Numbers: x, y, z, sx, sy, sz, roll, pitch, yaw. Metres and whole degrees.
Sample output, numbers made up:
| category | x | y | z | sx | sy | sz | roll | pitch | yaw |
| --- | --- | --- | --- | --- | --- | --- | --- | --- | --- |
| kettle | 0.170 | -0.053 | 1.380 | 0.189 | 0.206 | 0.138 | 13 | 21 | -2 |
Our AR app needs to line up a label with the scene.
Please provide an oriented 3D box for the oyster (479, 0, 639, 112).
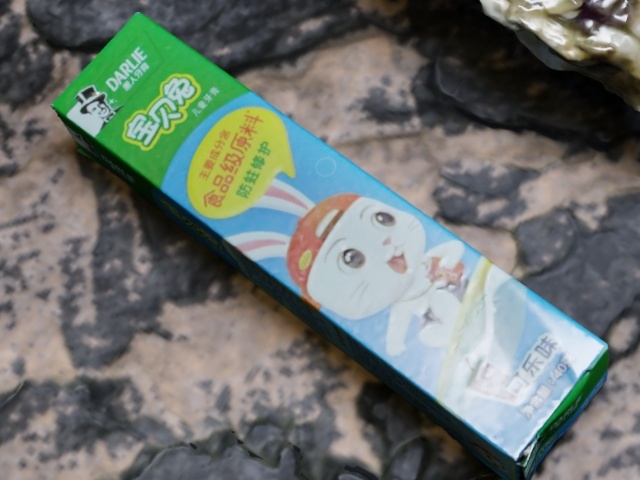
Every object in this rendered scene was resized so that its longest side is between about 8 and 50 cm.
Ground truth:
| category | x | y | z | sx | sy | sz | roll | pitch | yaw |
| --- | --- | --- | --- | --- | --- | --- | --- | --- | --- |
| oyster | 0.072 | -0.198 | 0.657 | 0.166 | 0.110 | 0.341 | -43 | 77 | 10 |

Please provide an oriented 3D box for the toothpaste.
| category | x | y | z | sx | sy | sz | roll | pitch | yaw |
| --- | --- | --- | --- | --- | --- | --- | --- | --- | --- |
| toothpaste | 0.000 | 0.000 | 0.633 | 0.266 | 0.050 | 0.065 | 37 | 80 | 20 |
